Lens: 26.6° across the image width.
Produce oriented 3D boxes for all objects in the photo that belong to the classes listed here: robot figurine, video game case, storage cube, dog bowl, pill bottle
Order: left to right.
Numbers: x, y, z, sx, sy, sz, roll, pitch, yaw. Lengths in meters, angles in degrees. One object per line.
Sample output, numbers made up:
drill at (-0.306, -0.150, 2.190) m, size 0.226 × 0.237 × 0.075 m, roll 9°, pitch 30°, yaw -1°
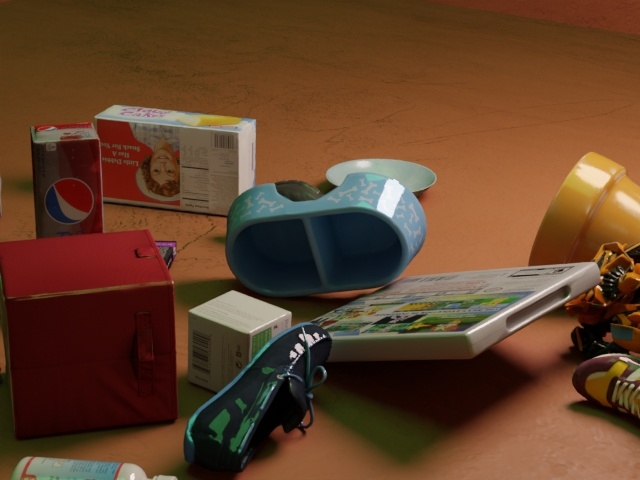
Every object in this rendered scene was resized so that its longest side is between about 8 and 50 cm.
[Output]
storage cube at (-0.283, 0.106, 1.628) m, size 0.193 × 0.183 × 0.215 m, roll -5°, pitch 22°, yaw -14°
pill bottle at (-0.226, 0.264, 1.357) m, size 0.160 × 0.087 × 0.087 m, roll 2°, pitch 21°, yaw 5°
dog bowl at (0.000, 0.000, 1.923) m, size 0.297 × 0.166 × 0.074 m, roll -6°, pitch 31°, yaw 17°
video game case at (0.146, 0.094, 1.746) m, size 0.329 × 0.036 × 0.300 m, roll -6°, pitch 11°, yaw 43°
robot figurine at (0.422, 0.067, 1.718) m, size 0.211 × 0.085 × 0.291 m, roll -56°, pitch 21°, yaw -14°

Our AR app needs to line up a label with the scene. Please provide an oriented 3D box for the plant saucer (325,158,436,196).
plant saucer at (0.105, -0.098, 2.376) m, size 0.195 × 0.037 × 0.195 m, roll 1°, pitch 20°, yaw 0°

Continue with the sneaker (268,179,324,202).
sneaker at (-0.019, -0.014, 2.072) m, size 0.286 × 0.109 × 0.130 m, roll 12°, pitch 30°, yaw 30°

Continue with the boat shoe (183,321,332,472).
boat shoe at (-0.053, 0.193, 1.567) m, size 0.089 × 0.109 × 0.258 m, roll 21°, pitch 44°, yaw 26°

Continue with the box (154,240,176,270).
box at (-0.285, 0.039, 2.017) m, size 0.116 × 0.029 × 0.162 m, roll 2°, pitch 20°, yaw 5°

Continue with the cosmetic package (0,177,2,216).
cosmetic package at (-0.642, -0.085, 2.187) m, size 0.238 × 0.127 × 0.107 m, roll 2°, pitch 21°, yaw 6°

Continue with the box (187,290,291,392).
box at (-0.101, 0.132, 1.685) m, size 0.102 × 0.101 × 0.087 m, roll 18°, pitch 26°, yaw 33°

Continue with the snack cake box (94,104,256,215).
snack cake box at (-0.247, -0.136, 2.300) m, size 0.264 × 0.152 × 0.089 m, roll 7°, pitch 22°, yaw 14°

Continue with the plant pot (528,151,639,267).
plant pot at (0.429, 0.004, 1.942) m, size 0.188 × 0.205 × 0.205 m, roll 28°, pitch 30°, yaw 21°

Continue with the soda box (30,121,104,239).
soda box at (-0.343, -0.024, 1.850) m, size 0.092 × 0.263 × 0.083 m, roll -4°, pitch 22°, yaw -14°

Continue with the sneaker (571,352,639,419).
sneaker at (0.388, 0.185, 1.618) m, size 0.185 × 0.069 × 0.084 m, roll 8°, pitch 17°, yaw 20°
